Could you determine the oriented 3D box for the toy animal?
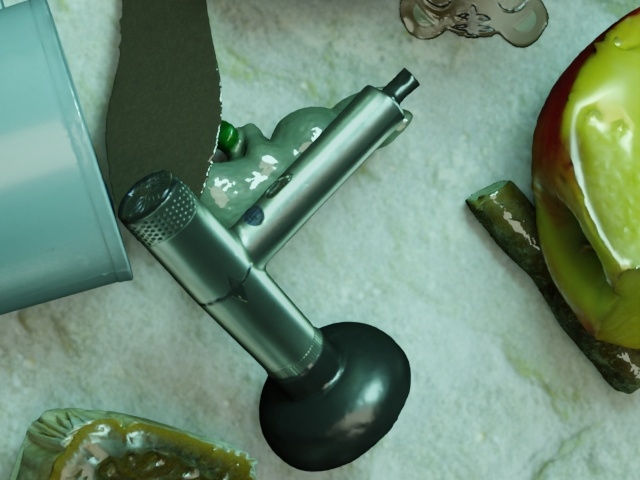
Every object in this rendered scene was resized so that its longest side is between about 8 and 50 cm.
[{"bbox_3d":[-0.028,-0.065,1.522,0.236,0.108,0.138,-23,97,-12],"label":"toy animal"}]

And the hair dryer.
[{"bbox_3d":[0.014,0.017,1.435,0.284,0.156,0.320,-30,125,0],"label":"hair dryer"}]

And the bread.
[{"bbox_3d":[-0.177,0.258,1.480,0.210,0.110,0.192,21,80,-27],"label":"bread"}]

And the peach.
[{"bbox_3d":[0.375,-0.076,1.519,0.380,0.242,0.306,-16,69,-10],"label":"peach"}]

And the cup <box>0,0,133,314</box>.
[{"bbox_3d":[-0.357,-0.077,1.388,0.311,0.257,0.331,-18,98,-6],"label":"cup"}]

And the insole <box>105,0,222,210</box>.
[{"bbox_3d":[-0.145,-0.166,1.486,0.111,0.007,0.328,-5,75,10],"label":"insole"}]

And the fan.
[{"bbox_3d":[0.155,-0.305,1.583,0.152,0.008,0.226,1,94,-9],"label":"fan"}]

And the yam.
[{"bbox_3d":[0.240,0.042,1.592,0.061,0.061,0.253,-40,98,-5],"label":"yam"}]
